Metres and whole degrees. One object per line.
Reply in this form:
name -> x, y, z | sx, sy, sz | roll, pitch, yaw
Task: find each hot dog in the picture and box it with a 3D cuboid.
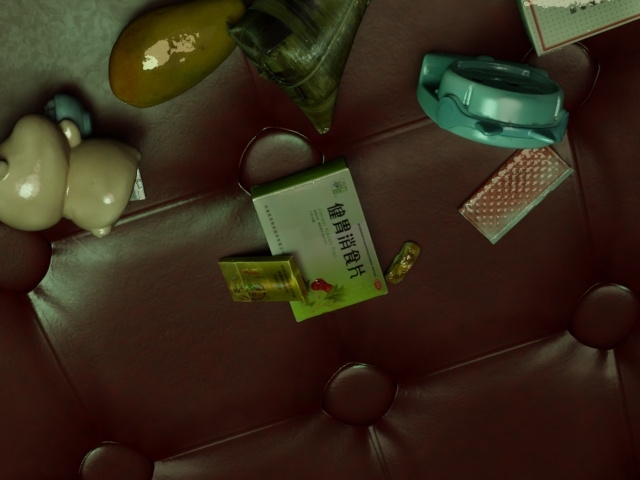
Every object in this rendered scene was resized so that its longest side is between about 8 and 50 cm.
hot dog -> 0.150, 0.045, 1.860 | 0.030, 0.034, 0.090 | 26, 108, -18

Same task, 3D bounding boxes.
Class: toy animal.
toy animal -> -0.410, -0.094, 1.628 | 0.221, 0.210, 0.229 | 43, 67, -4

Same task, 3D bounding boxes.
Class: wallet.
wallet -> 0.348, -0.091, 1.830 | 0.103, 0.020, 0.196 | 39, 105, -22

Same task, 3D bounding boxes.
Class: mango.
mango -> -0.227, -0.308, 1.608 | 0.253, 0.113, 0.138 | -32, 118, 5

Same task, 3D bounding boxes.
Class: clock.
clock -> 0.285, -0.221, 1.623 | 0.224, 0.274, 0.094 | 5, 113, -11

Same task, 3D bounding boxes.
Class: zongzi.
zongzi -> 0.025, -0.334, 1.641 | 0.286, 0.134, 0.288 | -46, 140, -3

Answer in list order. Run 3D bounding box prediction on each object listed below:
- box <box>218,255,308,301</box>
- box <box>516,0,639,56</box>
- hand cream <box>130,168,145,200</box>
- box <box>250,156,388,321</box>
box -> -0.102, 0.068, 1.801 | 0.156, 0.022, 0.089 | -1, 120, 32
box -> 0.390, -0.483, 1.601 | 0.210, 0.095, 0.330 | -19, 118, 10
hand cream -> -0.411, -0.080, 1.738 | 0.216, 0.038, 0.052 | -11, 140, -8
box -> 0.000, 0.001, 1.806 | 0.175, 0.062, 0.260 | -18, 115, 2
